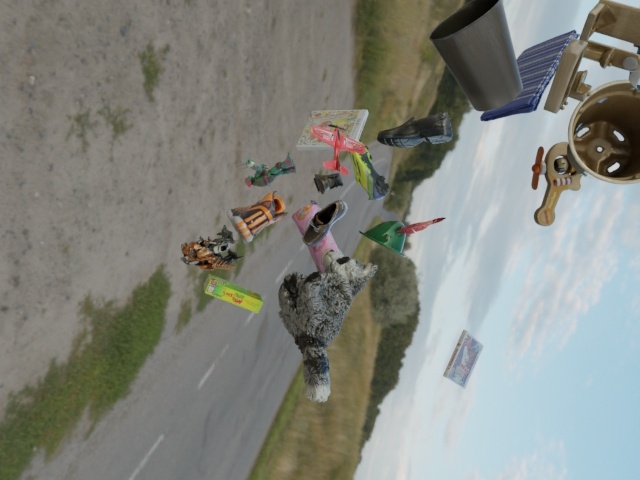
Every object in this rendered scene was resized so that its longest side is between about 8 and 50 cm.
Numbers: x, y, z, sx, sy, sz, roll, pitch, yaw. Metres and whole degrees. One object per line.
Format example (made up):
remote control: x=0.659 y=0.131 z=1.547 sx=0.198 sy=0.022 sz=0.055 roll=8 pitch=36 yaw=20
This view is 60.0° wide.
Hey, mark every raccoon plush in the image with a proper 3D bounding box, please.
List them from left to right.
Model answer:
raccoon plush: x=0.044 y=0.252 z=1.749 sx=0.216 sy=0.299 sz=0.446 roll=-4 pitch=-91 yaw=55

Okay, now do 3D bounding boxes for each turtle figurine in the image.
turtle figurine: x=-0.216 y=-0.268 z=2.157 sx=0.175 sy=0.234 sz=0.118 roll=-54 pitch=128 yaw=-86

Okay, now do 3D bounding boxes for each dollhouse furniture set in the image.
dollhouse furniture set: x=0.484 y=-0.295 z=0.938 sx=0.151 sy=0.123 sz=0.144 roll=-45 pitch=152 yaw=-31

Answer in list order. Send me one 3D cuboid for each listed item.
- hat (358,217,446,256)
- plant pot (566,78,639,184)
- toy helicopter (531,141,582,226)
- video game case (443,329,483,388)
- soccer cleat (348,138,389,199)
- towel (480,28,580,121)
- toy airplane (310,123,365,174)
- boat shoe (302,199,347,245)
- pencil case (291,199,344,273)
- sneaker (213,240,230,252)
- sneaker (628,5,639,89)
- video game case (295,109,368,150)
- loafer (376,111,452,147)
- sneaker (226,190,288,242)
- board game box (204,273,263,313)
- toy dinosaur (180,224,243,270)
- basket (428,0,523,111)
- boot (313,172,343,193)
hat: x=0.256 y=-0.060 z=1.849 sx=0.173 sy=0.208 sz=0.183 roll=33 pitch=-85 yaw=53
plant pot: x=0.988 y=-0.335 z=1.889 sx=0.305 sy=0.334 sz=0.334 roll=12 pitch=93 yaw=-78
toy helicopter: x=0.945 y=-0.232 z=2.258 sx=0.140 sy=0.235 sz=0.355 roll=-160 pitch=-90 yaw=-79
video game case: x=0.529 y=0.441 z=2.041 sx=0.201 sy=0.023 sz=0.183 roll=38 pitch=75 yaw=-49
soccer cleat: x=0.169 y=-0.288 z=2.265 sx=0.121 sy=0.289 sz=0.093 roll=-21 pitch=-163 yaw=41
towel: x=0.689 y=-0.537 z=1.840 sx=0.336 sy=0.040 sz=0.243 roll=-55 pitch=-159 yaw=-14
toy airplane: x=0.040 y=-0.211 z=1.292 sx=0.028 sy=0.151 sz=0.151 roll=-44 pitch=-162 yaw=47
boat shoe: x=0.000 y=-0.057 z=1.703 sx=0.183 sy=0.066 sz=0.066 roll=-49 pitch=157 yaw=16
pencil case: x=0.000 y=0.000 z=2.042 sx=0.124 sy=0.124 sz=0.284 roll=86 pitch=-20 yaw=-69
sneaker: x=-0.340 y=0.026 z=1.964 sx=0.083 sy=0.037 sz=0.032 roll=-36 pitch=118 yaw=-53
sneaker: x=0.797 y=-0.556 z=1.326 sx=0.236 sy=0.130 sz=0.323 roll=60 pitch=-40 yaw=38
video game case: x=0.043 y=-0.406 z=2.039 sx=0.026 sy=0.227 sz=0.206 roll=68 pitch=34 yaw=-47
loafer: x=0.211 y=-0.249 z=1.251 sx=0.062 sy=0.170 sz=0.061 roll=31 pitch=59 yaw=-69
sneaker: x=-0.204 y=-0.081 z=1.855 sx=0.180 sy=0.124 sz=0.321 roll=-32 pitch=-163 yaw=-10
board game box: x=-0.277 y=0.168 z=1.763 sx=0.043 sy=0.181 sz=0.092 roll=-65 pitch=-164 yaw=5
toy dinosaur: x=-0.449 y=0.067 z=2.296 sx=0.218 sy=0.322 sz=0.164 roll=-27 pitch=144 yaw=-34
basket: x=0.395 y=-0.446 z=1.355 sx=0.204 sy=0.154 sz=0.227 roll=-43 pitch=119 yaw=-15
boot: x=0.036 y=-0.227 z=2.074 sx=0.219 sy=0.106 sz=0.082 roll=-131 pitch=-160 yaw=-81
